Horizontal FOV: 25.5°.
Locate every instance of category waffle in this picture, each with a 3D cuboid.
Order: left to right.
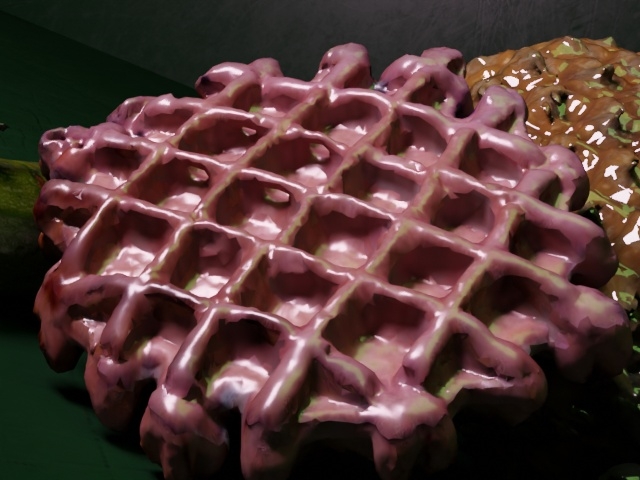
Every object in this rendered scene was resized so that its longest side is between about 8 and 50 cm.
[{"bbox_3d":[0.000,0.000,0.537,0.221,0.055,0.234,-12,43,-9],"label":"waffle"}]

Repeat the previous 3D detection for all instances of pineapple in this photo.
[{"bbox_3d":[0.153,0.050,0.603,0.202,0.202,0.362,18,20,-26],"label":"pineapple"}]

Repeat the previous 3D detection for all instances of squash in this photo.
[{"bbox_3d":[-0.126,-0.005,0.624,0.066,0.066,0.229,26,10,29],"label":"squash"}]

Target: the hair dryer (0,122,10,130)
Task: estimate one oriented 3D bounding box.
[{"bbox_3d":[-0.265,-0.106,0.666,0.359,0.120,0.303,31,-17,25],"label":"hair dryer"}]
